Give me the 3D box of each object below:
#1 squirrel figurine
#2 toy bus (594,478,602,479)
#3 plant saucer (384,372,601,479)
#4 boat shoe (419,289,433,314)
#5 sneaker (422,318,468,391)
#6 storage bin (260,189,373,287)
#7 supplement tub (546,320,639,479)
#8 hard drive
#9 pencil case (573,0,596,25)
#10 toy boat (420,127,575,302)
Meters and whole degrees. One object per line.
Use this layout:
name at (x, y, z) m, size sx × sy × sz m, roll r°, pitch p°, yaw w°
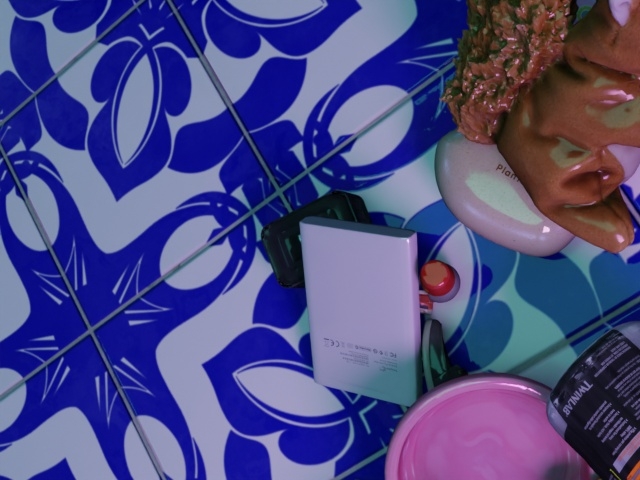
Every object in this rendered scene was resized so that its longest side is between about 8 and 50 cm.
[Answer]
squirrel figurine at (0.358, -0.253, 1.276) m, size 0.397 × 0.370 × 0.281 m, roll 30°, pitch 58°, yaw 17°
toy bus at (0.448, 0.483, 1.320) m, size 0.149 × 0.211 × 0.220 m, roll -14°, pitch 106°, yaw 1°
plant saucer at (0.268, 0.356, 1.450) m, size 0.332 × 0.084 × 0.332 m, roll 2°, pitch 104°, yaw 6°
boat shoe at (0.129, 0.104, 1.592) m, size 0.137 × 0.049 × 0.043 m, roll 2°, pitch 91°, yaw 19°
sneaker at (0.238, 0.233, 1.530) m, size 0.118 × 0.083 × 0.222 m, roll -10°, pitch 85°, yaw 11°
storage bin at (0.000, 0.000, 1.631) m, size 0.180 × 0.084 × 0.122 m, roll -26°, pitch 78°, yaw 19°
supplement tub at (0.482, 0.283, 1.217) m, size 0.207 × 0.207 × 0.338 m, roll -51°, pitch 55°, yaw 13°
hard drive at (0.069, 0.119, 1.542) m, size 0.203 × 0.040 × 0.308 m, roll 9°, pitch 116°, yaw 30°
pencil case at (0.445, -0.410, 1.439) m, size 0.284 × 0.124 × 0.124 m, roll -30°, pitch 76°, yaw 18°
toy boat at (0.266, -0.038, 1.494) m, size 0.267 × 0.148 × 0.318 m, roll 38°, pitch 90°, yaw 16°
